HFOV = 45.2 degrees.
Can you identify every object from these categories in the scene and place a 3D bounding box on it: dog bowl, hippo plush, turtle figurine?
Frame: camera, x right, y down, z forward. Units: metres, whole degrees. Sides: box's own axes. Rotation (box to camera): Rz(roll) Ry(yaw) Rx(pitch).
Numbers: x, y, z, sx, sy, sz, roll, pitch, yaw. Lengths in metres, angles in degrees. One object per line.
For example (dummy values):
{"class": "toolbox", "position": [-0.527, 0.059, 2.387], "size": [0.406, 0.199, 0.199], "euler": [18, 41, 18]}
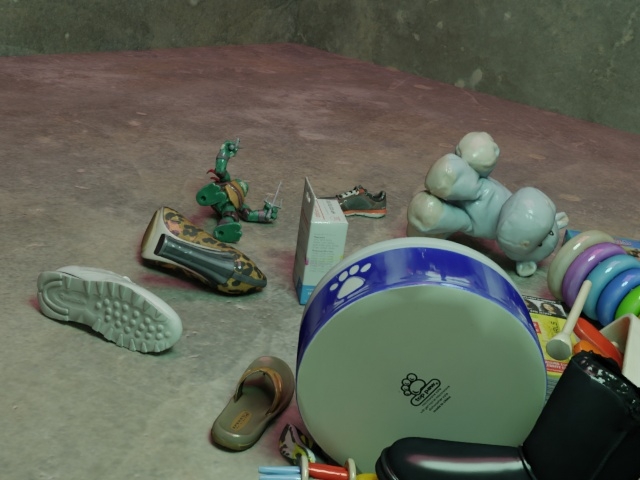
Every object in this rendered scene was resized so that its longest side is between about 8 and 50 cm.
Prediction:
{"class": "dog bowl", "position": [0.105, 0.135, 0.837], "size": [0.265, 0.265, 0.104], "euler": [7, 25, -1]}
{"class": "hippo plush", "position": [0.316, -0.028, 1.445], "size": [0.236, 0.234, 0.294], "euler": [41, -7, 25]}
{"class": "turtle figurine", "position": [-0.163, -0.089, 1.482], "size": [0.175, 0.118, 0.234], "euler": [48, 23, -11]}

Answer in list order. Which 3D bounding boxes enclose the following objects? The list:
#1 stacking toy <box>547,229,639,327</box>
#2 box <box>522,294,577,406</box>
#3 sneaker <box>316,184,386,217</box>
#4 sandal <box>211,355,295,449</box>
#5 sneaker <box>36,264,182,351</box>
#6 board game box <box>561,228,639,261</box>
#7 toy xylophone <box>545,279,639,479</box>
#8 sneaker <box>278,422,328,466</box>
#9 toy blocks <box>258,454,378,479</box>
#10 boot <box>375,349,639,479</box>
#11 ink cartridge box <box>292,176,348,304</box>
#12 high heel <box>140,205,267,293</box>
{"class": "stacking toy", "position": [0.515, 0.120, 1.210], "size": [0.141, 0.141, 0.330], "euler": [-5, 33, -28]}
{"class": "box", "position": [0.323, 0.157, 1.119], "size": [0.087, 0.058, 0.232], "euler": [11, 24, 3]}
{"class": "sneaker", "position": [0.064, -0.089, 1.607], "size": [0.158, 0.065, 0.061], "euler": [2, 24, -15]}
{"class": "sandal", "position": [-0.078, 0.186, 0.935], "size": [0.072, 0.049, 0.180], "euler": [13, 23, 13]}
{"class": "sneaker", "position": [-0.281, 0.083, 1.074], "size": [0.235, 0.090, 0.095], "euler": [19, 16, 22]}
{"class": "board game box", "position": [0.561, 0.047, 1.472], "size": [0.160, 0.047, 0.210], "euler": [9, 23, 5]}
{"class": "toy xylophone", "position": [0.373, 0.179, 0.948], "size": [0.236, 0.081, 0.322], "euler": [46, 33, 11]}
{"class": "sneaker", "position": [-0.020, 0.237, 0.868], "size": [0.035, 0.031, 0.083], "euler": [24, 8, -29]}
{"class": "toy blocks", "position": [0.011, 0.266, 0.768], "size": [0.148, 0.054, 0.123], "euler": [5, 22, -6]}
{"class": "boot", "position": [0.203, 0.191, 0.747], "size": [0.246, 0.207, 0.094], "euler": [23, 18, -4]}
{"class": "ink cartridge box", "position": [0.000, 0.000, 1.227], "size": [0.061, 0.181, 0.104], "euler": [3, 24, -11]}
{"class": "high heel", "position": [-0.198, 0.022, 1.285], "size": [0.186, 0.093, 0.261], "euler": [24, 4, -22]}
